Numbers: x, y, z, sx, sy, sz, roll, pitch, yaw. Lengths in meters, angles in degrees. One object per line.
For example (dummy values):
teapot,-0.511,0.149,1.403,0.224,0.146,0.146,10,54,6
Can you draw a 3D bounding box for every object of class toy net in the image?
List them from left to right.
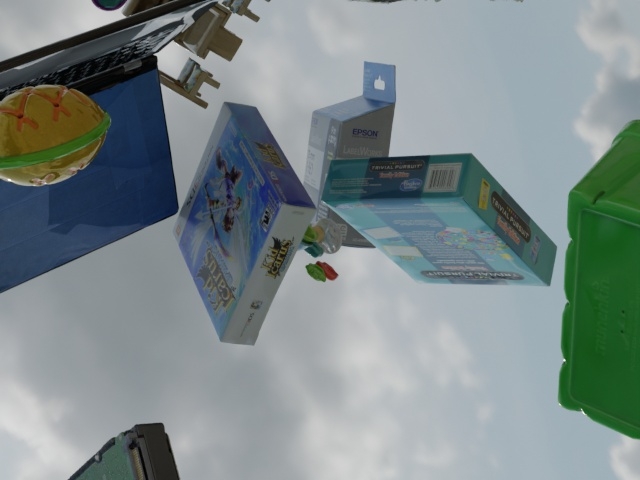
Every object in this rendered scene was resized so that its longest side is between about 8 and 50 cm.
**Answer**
toy net,0.000,0.000,2.090,0.122,0.045,0.232,41,-164,7

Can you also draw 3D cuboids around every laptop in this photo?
laptop,-0.312,-0.118,1.840,0.382,0.408,0.236,-27,-88,-32

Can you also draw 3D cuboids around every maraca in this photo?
maraca,-0.304,-0.101,1.405,0.127,0.186,0.099,36,142,59

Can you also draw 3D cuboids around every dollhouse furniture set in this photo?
dollhouse furniture set,-0.223,-0.368,2.290,0.161,0.212,0.242,29,-173,-21

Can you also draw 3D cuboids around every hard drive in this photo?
hard drive,-0.267,0.405,1.779,0.064,0.339,0.236,-1,-118,-35

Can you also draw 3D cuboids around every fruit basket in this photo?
fruit basket,0.480,0.046,1.656,0.283,0.392,0.392,22,177,42

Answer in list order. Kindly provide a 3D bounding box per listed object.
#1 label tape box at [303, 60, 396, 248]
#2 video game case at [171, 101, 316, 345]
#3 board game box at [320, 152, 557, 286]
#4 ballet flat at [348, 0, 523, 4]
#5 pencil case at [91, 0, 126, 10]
label tape box,0.051,-0.176,2.674,0.115,0.347,0.249,4,-171,-14
video game case,-0.118,-0.027,1.986,0.061,0.244,0.269,7,-147,-29
board game box,0.197,-0.028,2.217,0.336,0.254,0.079,39,-121,-49
ballet flat,0.130,-0.401,1.906,0.147,0.409,0.147,9,-90,-81
pencil case,-0.345,-0.409,2.103,0.070,0.064,0.151,12,-154,-38
